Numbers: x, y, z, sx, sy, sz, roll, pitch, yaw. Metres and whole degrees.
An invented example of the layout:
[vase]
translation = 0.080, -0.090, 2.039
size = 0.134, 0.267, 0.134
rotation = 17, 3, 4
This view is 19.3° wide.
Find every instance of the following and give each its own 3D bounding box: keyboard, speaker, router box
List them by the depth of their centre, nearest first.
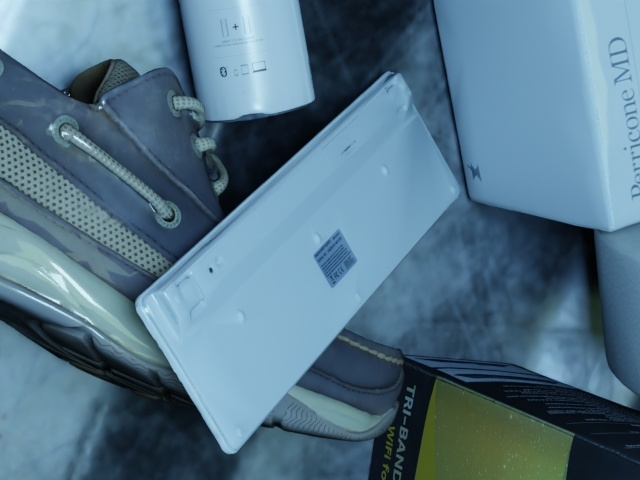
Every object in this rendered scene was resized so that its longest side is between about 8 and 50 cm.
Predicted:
[keyboard]
translation = 0.000, 0.000, 0.820
size = 0.072, 0.014, 0.256
rotation = 64, 33, -14
[speaker]
translation = -0.040, -0.125, 0.848
size = 0.055, 0.055, 0.136
rotation = -15, 104, -22
[router box]
translation = 0.095, 0.225, 0.860
size = 0.081, 0.243, 0.309
rotation = 6, 95, -26

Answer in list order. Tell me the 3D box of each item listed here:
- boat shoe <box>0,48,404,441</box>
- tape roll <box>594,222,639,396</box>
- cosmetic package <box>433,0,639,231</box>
[boat shoe]
translation = -0.093, -0.016, 0.798
size = 0.355, 0.132, 0.130
rotation = 28, 78, -32
[tape roll]
translation = 0.321, 0.005, 0.851
size = 0.392, 0.392, 0.072
rotation = -12, 102, -23
[cosmetic package]
translation = 0.177, -0.145, 0.901
size = 0.225, 0.138, 0.224
rotation = -17, 104, -20
